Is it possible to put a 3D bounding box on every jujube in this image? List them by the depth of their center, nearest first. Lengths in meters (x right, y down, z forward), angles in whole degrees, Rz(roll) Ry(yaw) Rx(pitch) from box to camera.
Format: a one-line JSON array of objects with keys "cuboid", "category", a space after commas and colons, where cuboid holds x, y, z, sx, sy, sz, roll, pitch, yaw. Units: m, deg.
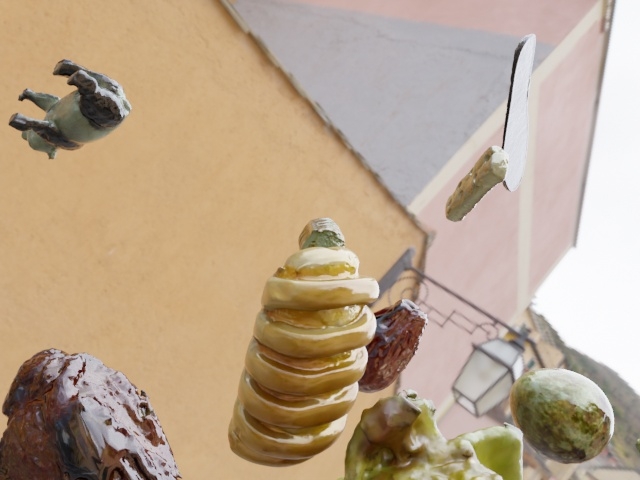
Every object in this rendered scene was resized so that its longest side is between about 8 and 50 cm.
[{"cuboid": [0.134, 0.226, 1.523, 0.168, 0.236, 0.168, 37, 15, -12], "category": "jujube"}]

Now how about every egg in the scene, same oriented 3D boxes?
[{"cuboid": [0.626, 0.456, 1.821, 0.290, 0.238, 0.238, 29, -14, -15], "category": "egg"}]

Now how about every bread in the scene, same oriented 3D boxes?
[{"cuboid": [-0.016, 0.157, 0.897, 0.121, 0.173, 0.311, 37, -58, 43], "category": "bread"}, {"cuboid": [0.001, -0.001, 1.575, 0.087, 0.098, 0.269, 34, 6, -6], "category": "bread"}]

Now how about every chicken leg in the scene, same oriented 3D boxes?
[{"cuboid": [-0.188, 0.247, 0.559, 0.083, 0.178, 0.322, 35, 31, -86], "category": "chicken leg"}]

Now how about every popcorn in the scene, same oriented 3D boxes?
[{"cuboid": [0.162, 0.374, 0.898, 0.321, 0.326, 0.289, 32, -47, 18], "category": "popcorn"}]

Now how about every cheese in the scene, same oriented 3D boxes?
[{"cuboid": [0.272, -0.096, 1.218, 0.044, 0.064, 0.194, 11, -27, -10], "category": "cheese"}]

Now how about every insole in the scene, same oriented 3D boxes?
[{"cuboid": [0.339, -0.206, 1.180, 0.012, 0.110, 0.309, 24, -39, 31], "category": "insole"}]

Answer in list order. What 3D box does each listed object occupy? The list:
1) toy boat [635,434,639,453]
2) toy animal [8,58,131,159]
[{"cuboid": [0.766, 0.498, 1.504, 0.084, 0.111, 0.276, -17, -73, 51], "category": "toy boat"}, {"cuboid": [-0.397, -0.197, 1.085, 0.225, 0.093, 0.121, -23, -44, 26], "category": "toy animal"}]
